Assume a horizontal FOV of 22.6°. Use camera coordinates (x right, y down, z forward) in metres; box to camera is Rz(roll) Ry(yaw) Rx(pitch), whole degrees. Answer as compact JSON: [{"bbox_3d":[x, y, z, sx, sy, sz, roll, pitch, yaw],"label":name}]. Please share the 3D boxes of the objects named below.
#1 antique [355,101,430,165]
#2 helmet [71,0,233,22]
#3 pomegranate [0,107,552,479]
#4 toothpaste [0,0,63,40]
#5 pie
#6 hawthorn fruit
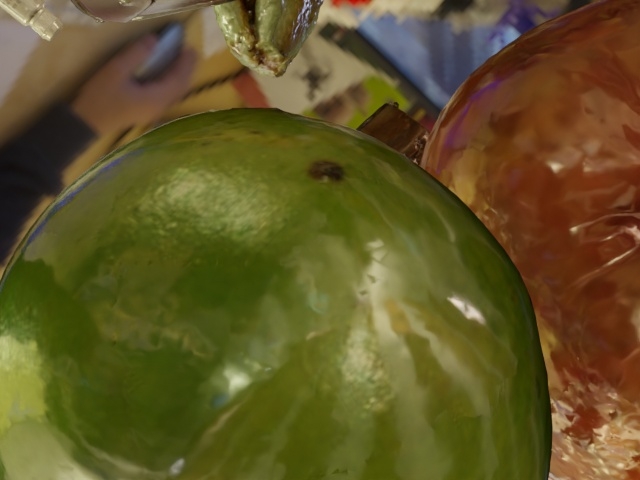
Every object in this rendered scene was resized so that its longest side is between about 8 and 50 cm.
[{"bbox_3d":[0.000,0.000,1.614,0.310,0.093,0.087,-43,131,-7],"label":"antique"},{"bbox_3d":[-0.108,-0.264,1.148,0.216,0.189,0.193,14,152,-28],"label":"helmet"},{"bbox_3d":[-0.016,0.108,0.751,0.358,0.216,0.309,-53,133,-43],"label":"pomegranate"},{"bbox_3d":[-0.327,-0.262,1.545,0.048,0.190,0.031,-49,-175,5],"label":"toothpaste"},{"bbox_3d":[-0.038,-0.303,1.697,0.274,0.106,0.257,-54,147,-49],"label":"pie"},{"bbox_3d":[0.280,0.017,1.342,0.472,0.472,0.471,-37,158,-18],"label":"hawthorn fruit"}]
